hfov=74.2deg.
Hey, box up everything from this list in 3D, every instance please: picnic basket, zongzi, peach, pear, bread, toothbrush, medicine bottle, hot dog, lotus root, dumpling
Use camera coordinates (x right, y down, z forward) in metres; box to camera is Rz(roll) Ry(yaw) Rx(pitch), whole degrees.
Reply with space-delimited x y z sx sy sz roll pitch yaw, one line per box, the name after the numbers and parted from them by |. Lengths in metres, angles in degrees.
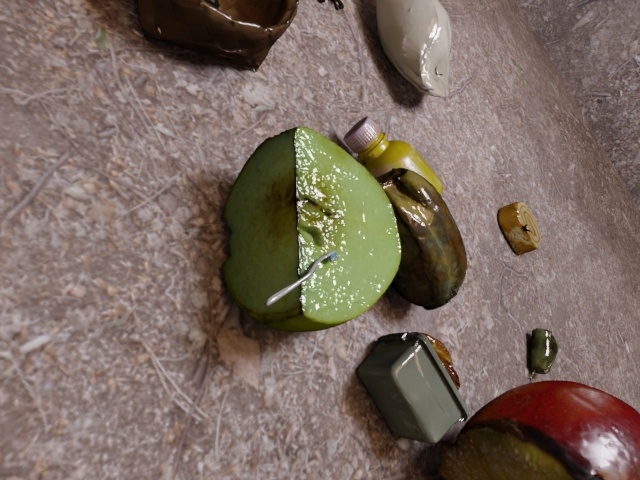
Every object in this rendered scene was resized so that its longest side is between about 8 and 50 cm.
-0.128 -0.476 0.633 0.293 0.337 0.337 0 72 -42 | picnic basket
0.588 0.321 1.100 0.130 0.062 0.154 44 54 -34 | zongzi
0.389 0.412 0.679 0.416 0.339 0.353 36 55 -33 | peach
0.000 0.000 0.647 0.292 0.159 0.292 16 65 -38 | pear
0.592 -0.042 1.245 0.122 0.073 0.149 -38 98 -46 | bread
-0.020 0.042 0.495 0.013 0.011 0.131 48 46 9 | toothbrush
0.140 -0.149 0.859 0.212 0.122 0.122 44 48 -17 | medicine bottle
0.206 0.227 0.786 0.147 0.065 0.099 46 17 -16 | hot dog
0.170 -0.001 0.781 0.152 0.160 0.275 -39 110 -33 | lotus root
0.267 -0.528 1.110 0.260 0.181 0.341 -6 53 -52 | dumpling

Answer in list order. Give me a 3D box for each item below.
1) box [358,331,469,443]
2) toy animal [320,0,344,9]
0.144 0.246 0.695 0.093 0.124 0.172 -32 93 -34 | box
0.006 -0.597 0.994 0.135 0.047 0.065 -7 71 -42 | toy animal
